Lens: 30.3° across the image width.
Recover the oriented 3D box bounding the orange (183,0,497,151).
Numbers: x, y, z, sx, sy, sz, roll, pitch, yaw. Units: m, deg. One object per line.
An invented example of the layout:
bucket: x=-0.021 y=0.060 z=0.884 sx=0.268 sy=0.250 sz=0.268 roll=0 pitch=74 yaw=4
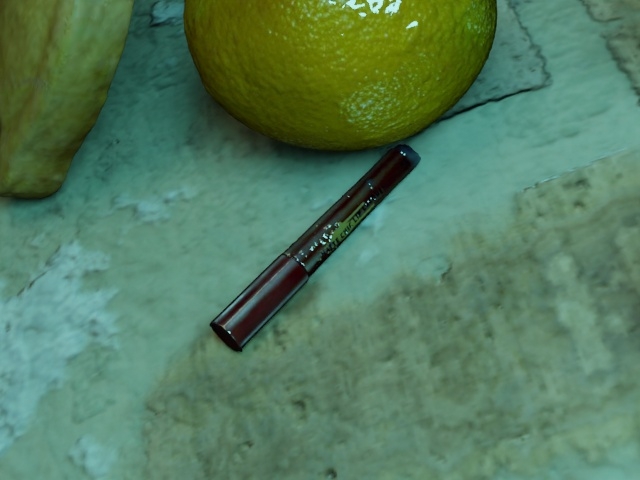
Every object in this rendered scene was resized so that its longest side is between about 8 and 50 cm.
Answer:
orange: x=0.012 y=-0.151 z=0.767 sx=0.206 sy=0.206 sz=0.206 roll=-16 pitch=43 yaw=15

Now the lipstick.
lipstick: x=0.000 y=0.000 z=0.745 sx=0.027 sy=0.027 sz=0.176 roll=24 pitch=62 yaw=43

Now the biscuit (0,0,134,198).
biscuit: x=-0.260 y=-0.252 z=0.945 sx=0.455 sy=0.078 sz=0.350 roll=42 pitch=118 yaw=48
